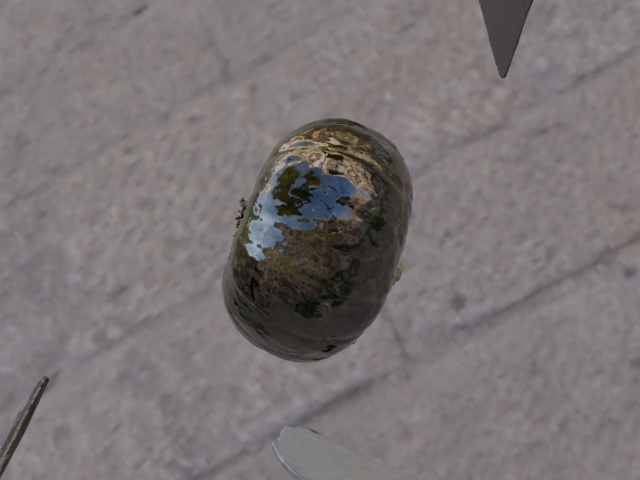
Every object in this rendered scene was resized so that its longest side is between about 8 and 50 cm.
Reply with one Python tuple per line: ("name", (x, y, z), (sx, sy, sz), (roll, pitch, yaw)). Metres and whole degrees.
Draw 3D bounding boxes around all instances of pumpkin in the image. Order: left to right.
("pumpkin", (0.000, 0.000, 1.315), (0.223, 0.157, 0.224), (-157, 90, -82))

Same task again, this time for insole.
("insole", (0.062, 0.129, 0.679), (0.004, 0.197, 0.065), (-57, 22, 17))

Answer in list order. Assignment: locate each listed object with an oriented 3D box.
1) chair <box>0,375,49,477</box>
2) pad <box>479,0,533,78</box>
("chair", (-0.373, 0.181, 1.254), (0.166, 0.188, 0.272), (3, 54, 20))
("pad", (0.082, -0.157, 0.636), (0.003, 0.157, 0.112), (-4, 58, -10))
